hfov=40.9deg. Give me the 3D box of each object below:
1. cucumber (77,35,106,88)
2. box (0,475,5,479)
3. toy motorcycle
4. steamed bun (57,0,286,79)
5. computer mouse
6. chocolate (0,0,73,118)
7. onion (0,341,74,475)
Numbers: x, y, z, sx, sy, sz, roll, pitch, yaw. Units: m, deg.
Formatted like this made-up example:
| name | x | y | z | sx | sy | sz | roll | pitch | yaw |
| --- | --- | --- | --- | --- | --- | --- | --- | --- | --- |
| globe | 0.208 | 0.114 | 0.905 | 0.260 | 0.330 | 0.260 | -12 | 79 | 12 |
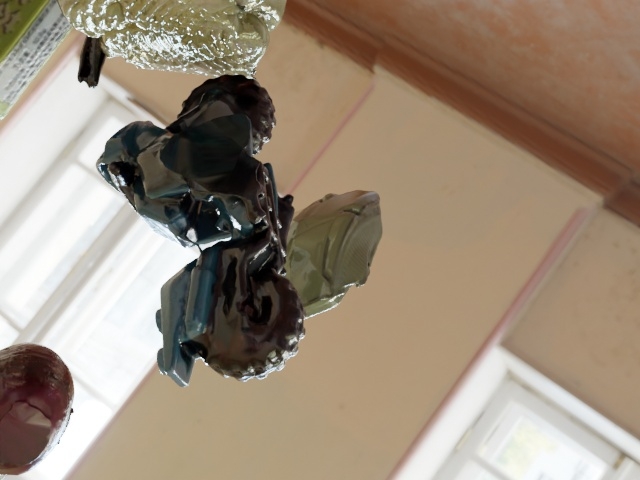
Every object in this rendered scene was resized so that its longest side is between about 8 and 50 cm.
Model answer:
| name | x | y | z | sx | sy | sz | roll | pitch | yaw |
| --- | --- | --- | --- | --- | --- | --- | --- | --- | --- |
| cucumber | -0.303 | -0.261 | 1.158 | 0.033 | 0.135 | 0.034 | 14 | 156 | -15 |
| box | -0.627 | 0.407 | 1.616 | 0.041 | 0.279 | 0.153 | 27 | 148 | 19 |
| toy motorcycle | -0.148 | -0.018 | 1.013 | 0.172 | 0.232 | 0.416 | 65 | -168 | -59 |
| steamed bun | -0.171 | -0.330 | 1.035 | 0.275 | 0.206 | 0.320 | 0 | 168 | -2 |
| computer mouse | -0.001 | -0.004 | 1.851 | 0.228 | 0.429 | 0.145 | -11 | 120 | 27 |
| chocolate | -0.630 | -0.428 | 1.573 | 0.288 | 0.301 | 0.137 | 37 | 179 | 0 |
| onion | -0.475 | 0.239 | 1.264 | 0.218 | 0.195 | 0.140 | 29 | 178 | -27 |
